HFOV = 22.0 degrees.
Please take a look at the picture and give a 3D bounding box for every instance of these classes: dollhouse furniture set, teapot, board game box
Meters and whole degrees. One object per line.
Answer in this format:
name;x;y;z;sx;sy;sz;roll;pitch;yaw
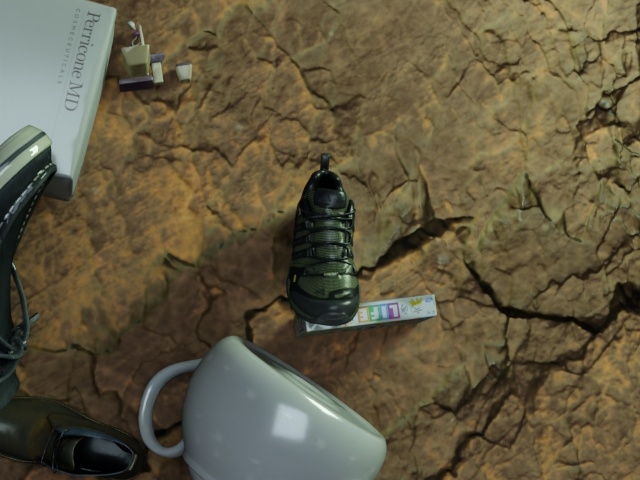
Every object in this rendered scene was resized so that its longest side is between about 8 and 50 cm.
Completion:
dollhouse furniture set;-0.199;-0.235;1.937;0.091;0.114;0.081;-8;80;-6
teapot;-0.067;0.237;1.841;0.252;0.256;0.187;35;91;-14
board game box;0.051;0.089;1.933;0.154;0.103;0.026;-7;84;-8

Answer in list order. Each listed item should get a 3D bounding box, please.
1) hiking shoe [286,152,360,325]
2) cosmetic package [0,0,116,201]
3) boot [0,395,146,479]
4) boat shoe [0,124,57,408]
hiking shoe;0.000;0.000;1.879;0.086;0.114;0.227;-4;39;-4
cosmetic package;-0.442;-0.198;1.876;0.384;0.156;0.217;12;79;-5
boot;-0.301;0.221;1.866;0.219;0.106;0.082;14;81;-6
boat shoe;-0.387;0.107;1.778;0.156;0.187;0.500;27;103;-1
